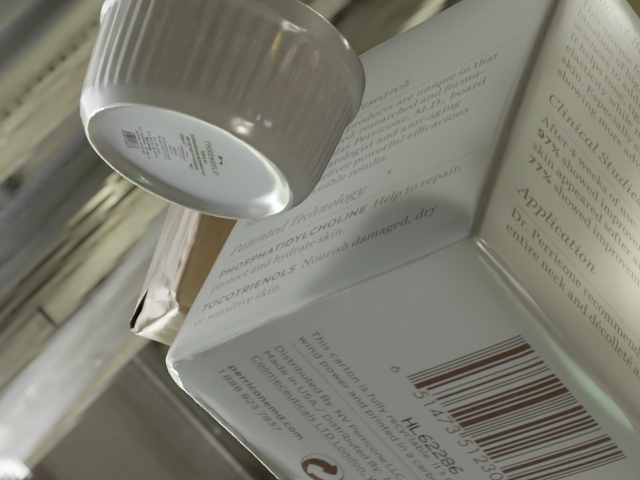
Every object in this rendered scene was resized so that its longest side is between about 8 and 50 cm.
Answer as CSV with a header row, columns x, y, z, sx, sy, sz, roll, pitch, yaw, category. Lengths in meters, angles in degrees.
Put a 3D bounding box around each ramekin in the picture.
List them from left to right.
x,y,z,sx,sy,sz,roll,pitch,yaw,category
-0.079,-0.101,1.256,0.207,0.207,0.109,-13,-129,53,ramekin

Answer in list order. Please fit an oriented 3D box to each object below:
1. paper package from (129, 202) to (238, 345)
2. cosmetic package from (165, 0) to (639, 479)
x,y,z,sx,sy,sz,roll,pitch,yaw,category
0.000,0.000,1.806,0.168,0.324,0.310,-23,-131,66,paper package
0.145,0.031,1.428,0.327,0.329,0.394,-25,-153,38,cosmetic package
